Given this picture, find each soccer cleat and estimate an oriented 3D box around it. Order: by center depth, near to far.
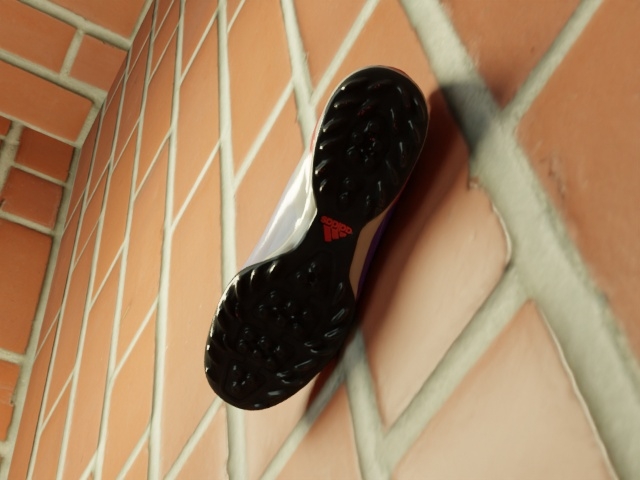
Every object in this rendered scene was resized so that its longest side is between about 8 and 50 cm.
[{"bbox_3d":[0.000,0.000,0.866,0.116,0.108,0.318,-62,-3,-78],"label":"soccer cleat"}]
